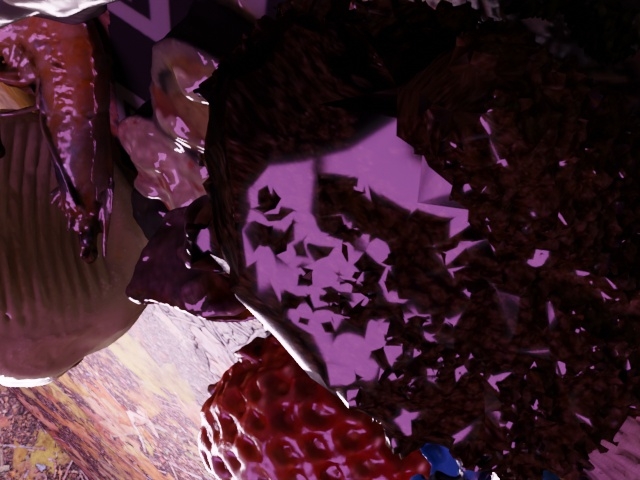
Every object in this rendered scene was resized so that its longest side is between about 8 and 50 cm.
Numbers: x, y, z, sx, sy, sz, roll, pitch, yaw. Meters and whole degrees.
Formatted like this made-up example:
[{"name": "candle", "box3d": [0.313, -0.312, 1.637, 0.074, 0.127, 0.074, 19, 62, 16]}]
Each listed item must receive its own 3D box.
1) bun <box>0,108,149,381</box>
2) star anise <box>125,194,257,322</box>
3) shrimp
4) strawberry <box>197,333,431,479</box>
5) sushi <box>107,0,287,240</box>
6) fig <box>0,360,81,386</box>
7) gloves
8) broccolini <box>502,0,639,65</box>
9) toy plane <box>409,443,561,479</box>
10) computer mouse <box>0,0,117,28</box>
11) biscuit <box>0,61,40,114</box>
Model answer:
[{"name": "bun", "box3d": [-0.287, 0.014, 0.854, 0.259, 0.259, 0.160, 49, 146, -12]}, {"name": "star anise", "box3d": [0.007, 0.000, 0.565, 0.214, 0.220, 0.098, -20, 69, 57]}, {"name": "shrimp", "box3d": [-0.239, -0.096, 0.761, 0.144, 0.052, 0.251, -1, 106, 14]}, {"name": "strawberry", "box3d": [0.017, 0.244, 0.901, 0.336, 0.149, 0.265, 24, 146, 29]}, {"name": "sushi", "box3d": [-0.086, -0.049, 0.671, 0.296, 0.100, 0.373, 36, 152, 12]}, {"name": "fig", "box3d": [-0.313, 0.037, 1.053, 0.321, 0.217, 0.217, -33, 104, 33]}, {"name": "gloves", "box3d": [0.083, 0.009, 0.397, 0.312, 0.135, 0.210, 22, 122, -8]}, {"name": "broccolini", "box3d": [0.146, -0.142, 0.319, 0.074, 0.058, 0.201, 36, 139, -13]}, {"name": "toy plane", "box3d": [0.115, 0.127, 0.597, 0.105, 0.254, 0.271, 20, -160, -39]}, {"name": "computer mouse", "box3d": [-0.179, -0.221, 0.471, 0.429, 0.145, 0.228, 6, 121, 49]}, {"name": "biscuit", "box3d": [-0.295, -0.198, 0.811, 0.144, 0.040, 0.236, 29, 148, 35]}]
